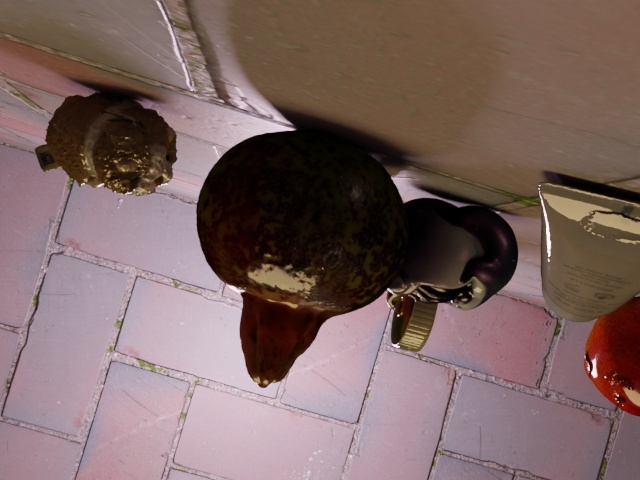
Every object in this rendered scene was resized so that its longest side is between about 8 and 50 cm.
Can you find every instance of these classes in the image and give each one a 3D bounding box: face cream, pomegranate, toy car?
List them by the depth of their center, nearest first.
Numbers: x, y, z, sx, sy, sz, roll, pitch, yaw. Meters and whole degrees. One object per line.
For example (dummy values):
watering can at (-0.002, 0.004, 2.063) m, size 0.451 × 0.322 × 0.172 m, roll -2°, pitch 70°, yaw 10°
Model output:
face cream at (0.262, 0.016, 0.743) m, size 0.143 × 0.089 × 0.314 m, roll 17°, pitch 170°, yaw 14°
pomegranate at (-0.027, 0.019, 0.758) m, size 0.214 × 0.248 × 0.214 m, roll 17°, pitch 171°, yaw 3°
pomegranate at (0.563, 0.193, 1.365) m, size 0.210 × 0.210 × 0.235 m, roll 16°, pitch -150°, yaw 10°
toy car at (0.177, 0.093, 1.451) m, size 0.145 × 0.235 × 0.235 m, roll 17°, pitch 178°, yaw -5°

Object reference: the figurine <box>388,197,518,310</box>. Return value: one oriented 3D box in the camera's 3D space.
figurine at (0.123, -0.002, 0.929) m, size 0.222 × 0.145 × 0.145 m, roll 28°, pitch 176°, yaw -12°

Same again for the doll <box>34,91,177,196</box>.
doll at (-0.249, -0.114, 0.908) m, size 0.221 × 0.105 × 0.115 m, roll 14°, pitch 139°, yaw 46°
